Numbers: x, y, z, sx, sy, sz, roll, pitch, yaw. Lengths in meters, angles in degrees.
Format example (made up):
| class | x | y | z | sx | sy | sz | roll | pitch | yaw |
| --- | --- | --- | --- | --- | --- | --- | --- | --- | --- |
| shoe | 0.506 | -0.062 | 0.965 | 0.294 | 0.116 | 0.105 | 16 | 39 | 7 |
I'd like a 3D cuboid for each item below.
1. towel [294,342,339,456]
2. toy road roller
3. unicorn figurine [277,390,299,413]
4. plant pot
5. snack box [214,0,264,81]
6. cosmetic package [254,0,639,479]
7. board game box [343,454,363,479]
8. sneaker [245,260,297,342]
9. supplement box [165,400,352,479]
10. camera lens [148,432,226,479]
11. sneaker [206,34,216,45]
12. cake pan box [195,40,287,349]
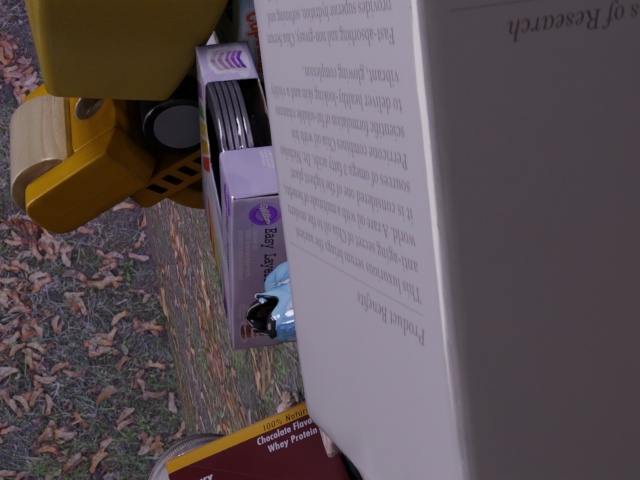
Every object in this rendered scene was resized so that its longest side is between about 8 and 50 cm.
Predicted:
| class | x | y | z | sx | sy | sz | roll | pitch | yaw |
| --- | --- | --- | --- | --- | --- | --- | --- | --- | --- |
| towel | 0.000 | 0.000 | 1.069 | 0.332 | 0.053 | 0.317 | 94 | 163 | -45 |
| toy road roller | -0.228 | -0.126 | 1.406 | 0.240 | 0.329 | 0.202 | 45 | -158 | -46 |
| unicorn figurine | -0.046 | 0.279 | 1.479 | 0.111 | 0.060 | 0.162 | -121 | 41 | -55 |
| plant pot | -0.237 | -0.276 | 1.189 | 0.212 | 0.212 | 0.187 | -114 | 33 | -41 |
| snack box | -0.112 | -0.356 | 1.271 | 0.187 | 0.060 | 0.322 | 95 | 159 | -43 |
| cosmetic package | 0.074 | -0.100 | 0.527 | 0.230 | 0.161 | 0.453 | -152 | 53 | -68 |
| board game box | 0.043 | 0.216 | 1.148 | 0.090 | 0.020 | 0.090 | -129 | 32 | -63 |
| sneaker | -0.035 | 0.053 | 0.960 | 0.162 | 0.073 | 0.063 | -144 | 47 | -75 |
| supplement box | -0.048 | 0.317 | 1.178 | 0.194 | 0.191 | 0.129 | -118 | 7 | -49 |
| camera lens | -0.165 | 0.441 | 1.697 | 0.274 | 0.219 | 0.219 | -161 | 62 | -74 |
| sneaker | -0.256 | -0.331 | 1.516 | 0.094 | 0.153 | 0.235 | 165 | 82 | -78 |
| cake pan box | -0.087 | -0.051 | 1.173 | 0.267 | 0.070 | 0.246 | 95 | 161 | -50 |
